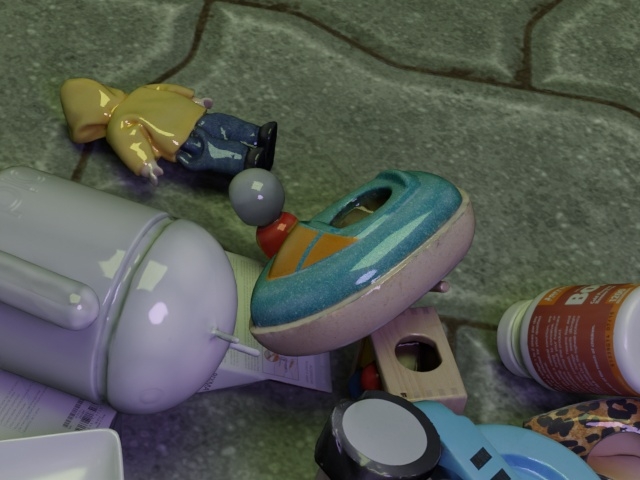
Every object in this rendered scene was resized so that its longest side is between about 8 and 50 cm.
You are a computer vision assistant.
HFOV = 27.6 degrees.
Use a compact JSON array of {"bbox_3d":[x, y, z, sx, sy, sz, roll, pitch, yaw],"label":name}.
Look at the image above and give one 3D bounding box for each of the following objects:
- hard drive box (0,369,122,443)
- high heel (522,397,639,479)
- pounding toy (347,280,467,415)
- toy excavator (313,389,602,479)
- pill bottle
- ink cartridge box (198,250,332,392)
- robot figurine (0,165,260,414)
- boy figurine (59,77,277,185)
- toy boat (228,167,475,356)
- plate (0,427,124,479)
[{"bbox_3d":[-0.338,0.211,1.295,0.232,0.089,0.181,19,44,8],"label":"hard drive box"},{"bbox_3d":[0.344,0.262,1.364,0.261,0.093,0.186,10,42,-8],"label":"high heel"},{"bbox_3d":[0.080,0.114,1.403,0.094,0.181,0.206,-4,45,-14],"label":"pounding toy"},{"bbox_3d":[0.241,0.313,1.229,0.445,0.222,0.433,-11,45,-36],"label":"toy excavator"},{"bbox_3d":[0.296,0.108,1.426,0.121,0.121,0.216,-26,10,-31],"label":"pill bottle"},{"bbox_3d":[-0.108,0.095,1.500,0.232,0.066,0.189,19,40,-21],"label":"ink cartridge box"},{"bbox_3d":[-0.233,0.050,1.286,0.354,0.199,0.300,18,5,9],"label":"robot figurine"},{"bbox_3d":[-0.205,-0.135,1.675,0.285,0.092,0.177,14,44,5],"label":"boy figurine"},{"bbox_3d":[0.000,0.000,1.410,0.267,0.148,0.318,-38,22,-17],"label":"toy boat"},{"bbox_3d":[-0.301,0.305,1.128,0.277,0.045,0.278,-4,54,-12],"label":"plate"}]
